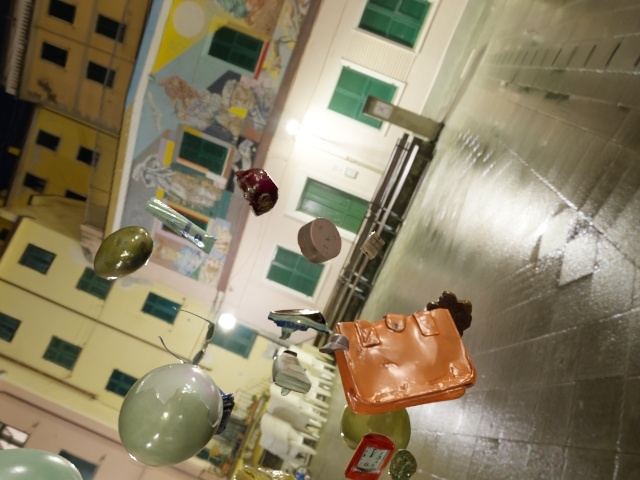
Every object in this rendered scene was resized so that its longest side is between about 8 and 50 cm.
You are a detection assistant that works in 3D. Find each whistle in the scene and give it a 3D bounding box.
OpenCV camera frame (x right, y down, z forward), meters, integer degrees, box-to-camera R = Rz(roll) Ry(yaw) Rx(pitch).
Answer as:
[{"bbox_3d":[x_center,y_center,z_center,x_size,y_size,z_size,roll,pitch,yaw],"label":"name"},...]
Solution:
[{"bbox_3d":[-0.150,0.725,2.267,0.101,0.106,0.253,-35,6,25],"label":"whistle"}]

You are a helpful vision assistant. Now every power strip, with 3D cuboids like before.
[{"bbox_3d":[0.000,0.000,1.493,0.078,0.154,0.154,-27,29,42],"label":"power strip"}]

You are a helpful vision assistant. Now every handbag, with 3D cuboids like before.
[{"bbox_3d":[0.264,0.377,1.397,0.116,0.409,0.304,100,161,-50],"label":"handbag"}]

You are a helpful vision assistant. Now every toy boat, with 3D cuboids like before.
[{"bbox_3d":[-0.090,0.335,1.705,0.114,0.261,0.115,-12,-82,-69],"label":"toy boat"}]

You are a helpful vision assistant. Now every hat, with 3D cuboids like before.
[{"bbox_3d":[0.035,0.257,1.086,0.058,0.087,0.042,-38,54,53],"label":"hat"}]

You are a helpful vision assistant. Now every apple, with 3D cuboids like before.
[{"bbox_3d":[0.227,0.756,1.779,0.292,0.291,0.254,109,-172,-60],"label":"apple"}]

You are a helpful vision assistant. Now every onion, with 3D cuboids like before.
[{"bbox_3d":[-0.250,-0.210,1.657,0.139,0.218,0.195,-35,-32,-2],"label":"onion"}]

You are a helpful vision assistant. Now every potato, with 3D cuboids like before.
[{"bbox_3d":[-0.724,0.052,1.584,0.251,0.159,0.174,-37,24,16],"label":"potato"}]

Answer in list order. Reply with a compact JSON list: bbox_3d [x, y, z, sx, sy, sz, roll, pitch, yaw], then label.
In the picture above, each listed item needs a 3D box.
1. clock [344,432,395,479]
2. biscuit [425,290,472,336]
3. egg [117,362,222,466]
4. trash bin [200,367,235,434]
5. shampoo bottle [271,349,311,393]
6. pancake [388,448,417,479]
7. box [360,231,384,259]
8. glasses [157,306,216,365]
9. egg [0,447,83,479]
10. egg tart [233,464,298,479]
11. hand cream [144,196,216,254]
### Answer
[{"bbox_3d":[0.153,0.677,1.357,0.061,0.113,0.155,-110,41,-63],"label":"clock"},{"bbox_3d":[0.550,0.330,1.888,0.041,0.208,0.291,-84,-12,-57],"label":"biscuit"},{"bbox_3d":[-0.425,0.497,1.264,0.336,0.278,0.278,-37,15,31],"label":"egg"},{"bbox_3d":[-0.440,0.583,1.592,0.162,0.234,0.184,10,-72,-48],"label":"trash bin"},{"bbox_3d":[-0.125,0.511,1.760,0.284,0.153,0.071,-123,54,-77],"label":"shampoo bottle"},{"bbox_3d":[0.267,0.739,1.418,0.108,0.108,0.017,-68,12,-12],"label":"pancake"},{"bbox_3d":[0.169,0.017,1.408,0.083,0.053,0.024,-49,9,-37],"label":"box"},{"bbox_3d":[-0.497,0.366,1.650,0.221,0.088,0.190,53,-127,-47],"label":"glasses"},{"bbox_3d":[-0.832,0.695,1.132,0.276,0.388,0.276,-18,65,46],"label":"egg"},{"bbox_3d":[-0.126,0.951,1.510,0.178,0.443,0.443,-28,-30,-39],"label":"egg tart"},{"bbox_3d":[-0.570,-0.067,1.769,0.109,0.320,0.067,-51,6,40],"label":"hand cream"}]
